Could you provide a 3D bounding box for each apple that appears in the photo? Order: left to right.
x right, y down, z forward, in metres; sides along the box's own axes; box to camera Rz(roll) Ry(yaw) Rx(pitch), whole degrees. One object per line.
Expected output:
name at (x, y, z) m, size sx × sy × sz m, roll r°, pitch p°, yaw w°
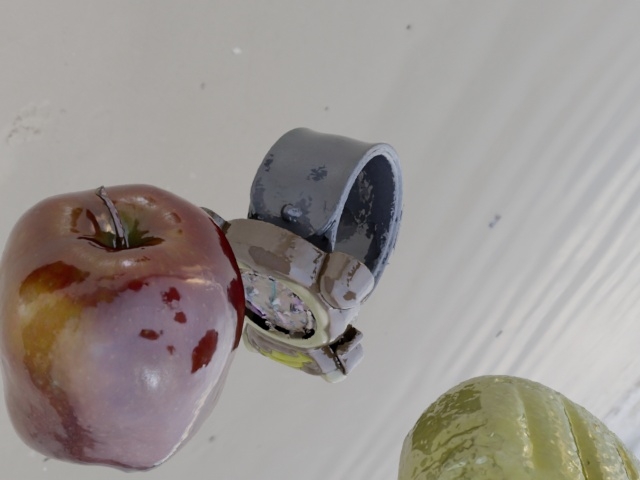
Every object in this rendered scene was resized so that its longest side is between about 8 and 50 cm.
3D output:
apple at (-0.225, 0.095, 0.848) m, size 0.288 × 0.288 × 0.316 m, roll -12°, pitch 123°, yaw -41°

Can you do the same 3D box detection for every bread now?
bread at (0.248, 0.309, 0.889) m, size 0.237 × 0.320 × 0.321 m, roll -42°, pitch 151°, yaw 24°

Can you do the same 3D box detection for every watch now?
watch at (0.000, 0.000, 1.204) m, size 0.326 × 0.314 × 0.335 m, roll -55°, pitch 149°, yaw -34°
